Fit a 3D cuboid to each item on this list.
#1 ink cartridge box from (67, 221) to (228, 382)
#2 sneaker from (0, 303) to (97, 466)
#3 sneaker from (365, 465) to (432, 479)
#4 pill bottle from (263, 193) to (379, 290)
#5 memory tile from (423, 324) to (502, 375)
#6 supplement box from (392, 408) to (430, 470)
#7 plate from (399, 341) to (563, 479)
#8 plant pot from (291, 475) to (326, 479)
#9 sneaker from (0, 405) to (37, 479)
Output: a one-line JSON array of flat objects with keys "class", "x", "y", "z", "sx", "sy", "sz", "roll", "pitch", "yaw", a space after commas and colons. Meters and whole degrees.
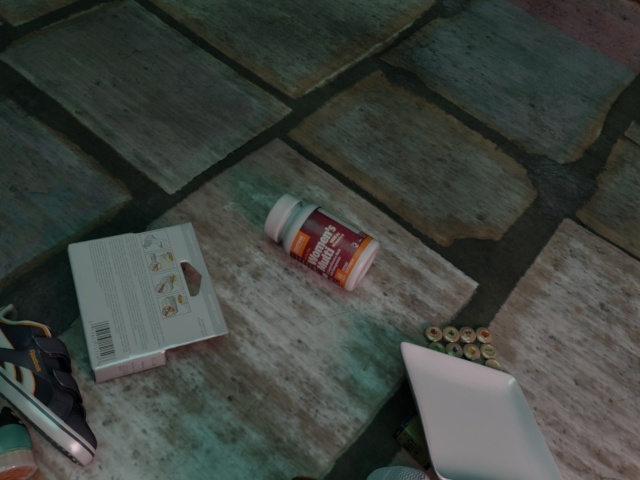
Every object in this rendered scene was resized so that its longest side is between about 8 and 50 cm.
[{"class": "ink cartridge box", "x": -0.326, "y": 0.103, "z": 1.136, "sx": 0.238, "sy": 0.060, "sz": 0.275, "roll": -12, "pitch": 56, "yaw": -21}, {"class": "sneaker", "x": -0.453, "y": 0.218, "z": 0.979, "sx": 0.321, "sy": 0.126, "sz": 0.127, "roll": 36, "pitch": 57, "yaw": 15}, {"class": "sneaker", "x": 0.201, "y": 0.451, "z": 0.964, "sx": 0.268, "sy": 0.153, "sz": 0.101, "roll": 4, "pitch": 53, "yaw": 37}, {"class": "pill bottle", "x": 0.000, "y": 0.000, "z": 1.246, "sx": 0.221, "sy": 0.121, "sz": 0.121, "roll": 31, "pitch": 53, "yaw": 11}, {"class": "memory tile", "x": 0.284, "y": 0.221, "z": 1.210, "sx": 0.147, "sy": 0.012, "sz": 0.113, "roll": 3, "pitch": 53, "yaw": -10}, {"class": "supplement box", "x": 0.189, "y": 0.339, "z": 1.070, "sx": 0.083, "sy": 0.056, "sz": 0.083, "roll": 43, "pitch": 55, "yaw": 19}, {"class": "plate", "x": 0.268, "y": 0.318, "z": 1.044, "sx": 0.277, "sy": 0.045, "sz": 0.277, "roll": 20, "pitch": 32, "yaw": -21}, {"class": "plant pot", "x": 0.034, "y": 0.500, "z": 0.802, "sx": 0.272, "sy": 0.272, "sz": 0.265, "roll": 23, "pitch": 59, "yaw": 5}, {"class": "sneaker", "x": -0.583, "y": 0.338, "z": 0.878, "sx": 0.302, "sy": 0.108, "sz": 0.121, "roll": -14, "pitch": 56, "yaw": -31}]
